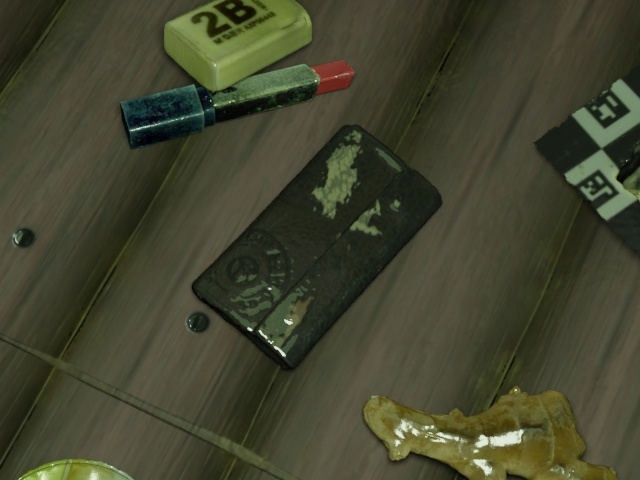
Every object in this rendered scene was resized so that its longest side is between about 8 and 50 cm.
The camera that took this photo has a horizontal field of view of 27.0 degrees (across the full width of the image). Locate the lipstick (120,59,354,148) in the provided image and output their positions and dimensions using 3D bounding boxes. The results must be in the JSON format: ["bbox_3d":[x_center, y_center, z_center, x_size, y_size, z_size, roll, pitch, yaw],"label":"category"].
[{"bbox_3d":[-0.107,-0.189,1.767,0.312,0.051,0.051,-15,64,-12],"label":"lipstick"}]

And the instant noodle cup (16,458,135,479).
[{"bbox_3d":[-0.271,0.359,1.469,0.205,0.153,0.205,2,67,-5],"label":"instant noodle cup"}]

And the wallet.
[{"bbox_3d":[0.000,0.000,1.696,0.170,0.044,0.321,38,69,14],"label":"wallet"}]

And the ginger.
[{"bbox_3d":[0.214,0.243,1.594,0.333,0.081,0.148,9,83,1],"label":"ginger"}]

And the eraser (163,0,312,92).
[{"bbox_3d":[-0.109,-0.277,1.770,0.172,0.058,0.117,-31,56,-27],"label":"eraser"}]

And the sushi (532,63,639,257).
[{"bbox_3d":[0.518,-0.113,1.760,0.373,0.100,0.296,-36,64,-6],"label":"sushi"}]
